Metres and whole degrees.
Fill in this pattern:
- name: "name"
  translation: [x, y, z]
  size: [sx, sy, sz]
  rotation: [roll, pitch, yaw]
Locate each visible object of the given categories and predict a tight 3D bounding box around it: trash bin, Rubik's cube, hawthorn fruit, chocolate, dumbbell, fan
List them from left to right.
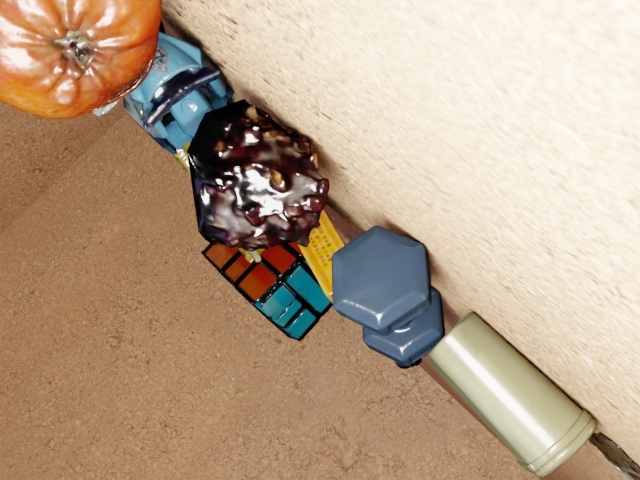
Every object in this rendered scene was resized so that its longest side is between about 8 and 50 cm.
- name: "hawthorn fruit"
  translation: [-0.344, -0.319, 0.894]
  size: [0.276, 0.276, 0.307]
  rotation: [49, -167, -43]
- name: "Rubik's cube"
  translation: [-0.108, 0.070, 1.932]
  size: [0.293, 0.283, 0.288]
  rotation: [42, 174, 38]
- name: "chocolate"
  translation: [-0.053, -0.081, 0.993]
  size: [0.177, 0.206, 0.224]
  rotation: [14, 120, 30]
- name: "dumbbell"
  translation: [0.115, 0.098, 1.086]
  size: [0.316, 0.143, 0.156]
  rotation: [55, -149, -65]
- name: "trash bin"
  translation: [0.296, 0.246, 1.096]
  size: [0.247, 0.121, 0.243]
  rotation: [45, 176, 17]
- name: "fan"
  translation: [0.516, 0.386, 1.096]
  size: [0.226, 0.008, 0.152]
  rotation: [44, 174, 7]

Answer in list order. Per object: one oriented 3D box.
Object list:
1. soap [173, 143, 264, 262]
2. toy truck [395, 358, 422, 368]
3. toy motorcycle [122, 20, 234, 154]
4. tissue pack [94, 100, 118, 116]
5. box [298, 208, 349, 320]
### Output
- name: "soap"
  translation: [-0.219, -0.139, 1.565]
  size: [0.335, 0.156, 0.293]
  rotation: [54, 178, -16]
- name: "toy truck"
  translation: [0.145, 0.154, 1.502]
  size: [0.257, 0.127, 0.127]
  rotation: [43, 168, 23]
- name: "toy motorcycle"
  translation: [-0.213, -0.203, 1.124]
  size: [0.416, 0.172, 0.232]
  rotation: [58, 174, -33]
- name: "tissue pack"
  translation: [-0.470, -0.410, 1.342]
  size: [0.263, 0.198, 0.146]
  rotation: [43, 172, 9]
- name: "box"
  translation: [0.000, 0.000, 1.266]
  size: [0.274, 0.076, 0.174]
  rotation: [60, -179, 25]
